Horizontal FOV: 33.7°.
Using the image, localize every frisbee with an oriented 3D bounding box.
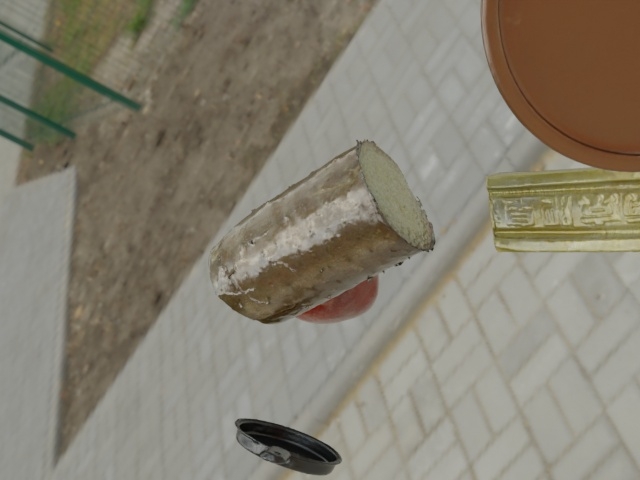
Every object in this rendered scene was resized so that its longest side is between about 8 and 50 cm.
[{"bbox_3d":[0.237,-0.172,0.763,0.251,0.251,0.021,-56,15,13],"label":"frisbee"}]

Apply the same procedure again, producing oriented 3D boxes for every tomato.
[{"bbox_3d":[0.018,0.042,1.578,0.151,0.187,0.187,24,87,37],"label":"tomato"}]

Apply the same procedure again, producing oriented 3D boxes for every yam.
[{"bbox_3d":[-0.001,0.000,1.137,0.238,0.128,0.129,-32,45,34],"label":"yam"}]

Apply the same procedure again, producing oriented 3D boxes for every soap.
[{"bbox_3d":[0.290,-0.034,1.156,0.252,0.037,0.092,-1,101,45],"label":"soap"}]

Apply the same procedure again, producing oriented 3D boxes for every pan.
[{"bbox_3d":[-0.045,0.243,1.215,0.235,0.136,0.028,38,-109,-83],"label":"pan"}]
